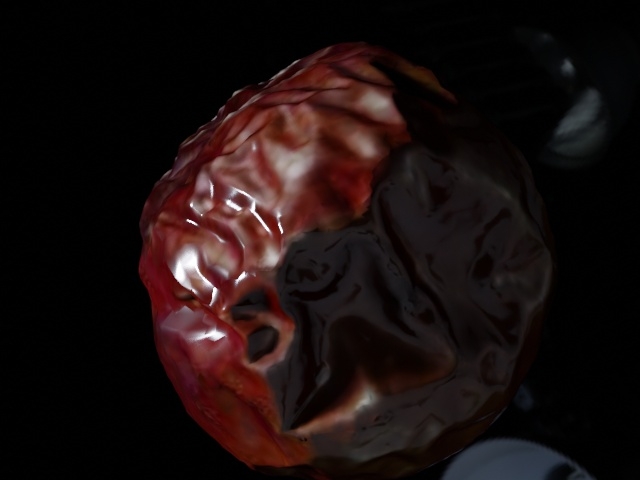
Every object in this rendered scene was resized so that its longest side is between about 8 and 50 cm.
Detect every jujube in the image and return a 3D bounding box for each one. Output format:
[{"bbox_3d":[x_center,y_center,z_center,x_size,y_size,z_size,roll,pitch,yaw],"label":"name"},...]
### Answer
[{"bbox_3d":[0.000,0.000,0.575,0.216,0.216,0.342,-32,20,-3],"label":"jujube"}]
